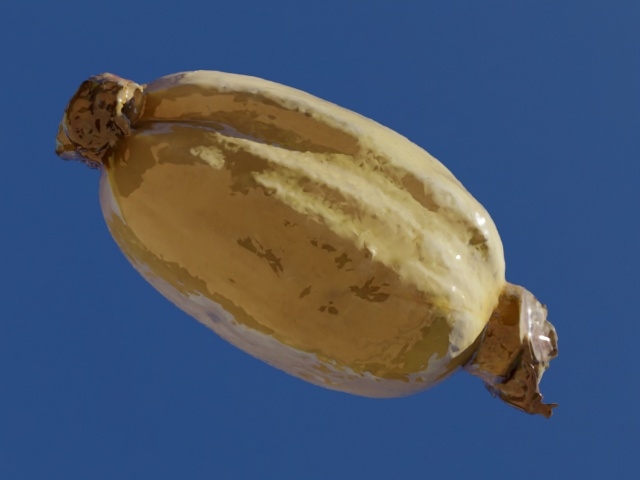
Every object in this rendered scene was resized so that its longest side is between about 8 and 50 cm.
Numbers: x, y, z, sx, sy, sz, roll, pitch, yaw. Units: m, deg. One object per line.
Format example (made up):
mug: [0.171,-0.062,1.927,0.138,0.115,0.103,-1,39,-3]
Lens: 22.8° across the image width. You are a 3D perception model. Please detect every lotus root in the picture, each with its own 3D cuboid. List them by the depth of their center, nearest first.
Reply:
lotus root: [0.000,0.000,0.429,0.150,0.073,0.062,29,-36,-1]
